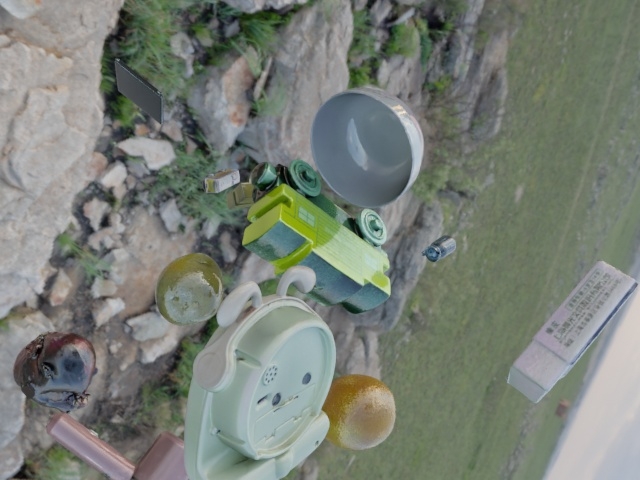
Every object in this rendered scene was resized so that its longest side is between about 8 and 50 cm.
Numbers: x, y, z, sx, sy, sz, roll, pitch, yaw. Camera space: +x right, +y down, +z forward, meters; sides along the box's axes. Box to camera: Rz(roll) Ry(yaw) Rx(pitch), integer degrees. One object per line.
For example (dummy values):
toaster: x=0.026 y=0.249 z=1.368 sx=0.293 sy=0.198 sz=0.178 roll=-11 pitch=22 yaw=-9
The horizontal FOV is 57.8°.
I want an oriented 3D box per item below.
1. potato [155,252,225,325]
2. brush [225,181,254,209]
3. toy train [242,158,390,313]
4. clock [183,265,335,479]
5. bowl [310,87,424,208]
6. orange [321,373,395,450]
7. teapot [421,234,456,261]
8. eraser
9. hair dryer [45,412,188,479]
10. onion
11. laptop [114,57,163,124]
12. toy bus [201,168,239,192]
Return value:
potato: x=-0.294 y=0.106 z=1.335 sx=0.194 sy=0.157 sz=0.157 roll=-96 pitch=-158 yaw=-72
brush: x=-0.134 y=-0.131 z=1.593 sx=0.233 sy=0.103 sz=0.047 roll=-10 pitch=82 yaw=-35
toy train: x=0.000 y=0.000 z=1.388 sx=0.442 sy=0.179 sz=0.272 roll=35 pitch=41 yaw=-30
clock: x=-0.045 y=0.120 z=0.509 sx=0.151 sy=0.062 sz=0.191 roll=-18 pitch=120 yaw=-51
bowl: x=0.129 y=-0.234 z=1.388 sx=0.143 sy=0.287 sz=0.287 roll=-36 pitch=141 yaw=-42
orange: x=0.101 y=0.493 z=1.672 sx=0.236 sy=0.236 sz=0.236 roll=-39 pitch=143 yaw=-38
teapot: x=0.298 y=0.017 z=1.466 sx=0.083 sy=0.063 sz=0.049 roll=-25 pitch=130 yaw=-37
eraser: x=0.484 y=0.179 z=1.125 sx=0.287 sy=0.086 sz=0.130 roll=-45 pitch=153 yaw=-13
hair dryer: x=-0.473 y=0.493 z=1.344 sx=0.210 sy=0.352 sz=0.125 roll=-54 pitch=-171 yaw=-29
onion: x=-0.800 y=0.384 z=1.781 sx=0.221 sy=0.280 sz=0.281 roll=-33 pitch=140 yaw=-60
laptop: x=-0.511 y=-0.420 z=1.642 sx=0.016 sy=0.180 sz=0.129 roll=-45 pitch=169 yaw=-30
toy bus: x=-0.334 y=-0.204 z=1.963 sx=0.172 sy=0.072 sz=0.057 roll=-44 pitch=135 yaw=-64
